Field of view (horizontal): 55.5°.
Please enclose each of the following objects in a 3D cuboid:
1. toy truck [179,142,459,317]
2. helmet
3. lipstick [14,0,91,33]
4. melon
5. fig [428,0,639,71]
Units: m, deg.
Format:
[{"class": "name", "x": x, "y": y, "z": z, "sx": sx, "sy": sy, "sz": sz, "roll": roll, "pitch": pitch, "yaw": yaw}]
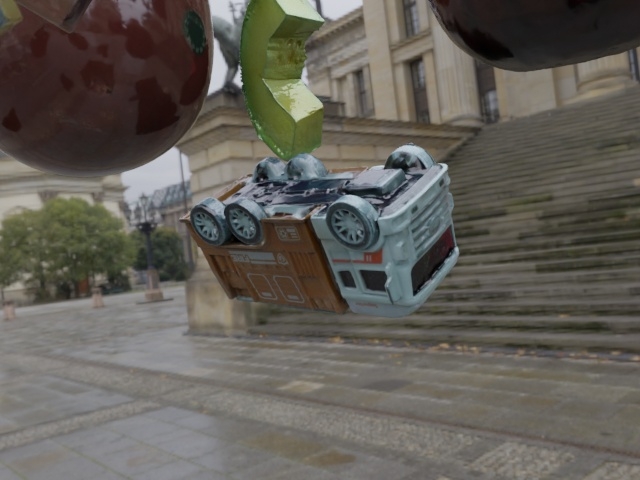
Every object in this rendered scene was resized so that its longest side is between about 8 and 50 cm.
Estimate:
[{"class": "toy truck", "x": 0.000, "y": 0.000, "z": 0.677, "sx": 0.306, "sy": 0.162, "sz": 0.136, "roll": 2, "pitch": 32, "yaw": 41}, {"class": "helmet", "x": -0.286, "y": -0.190, "z": 0.737, "sx": 0.385, "sy": 0.230, "sz": 0.338, "roll": -24, "pitch": -12, "yaw": 25}, {"class": "lipstick", "x": -0.196, "y": -0.177, "z": 0.334, "sx": 0.145, "sy": 0.045, "sz": 0.045, "roll": 29, "pitch": -67, "yaw": -32}, {"class": "melon", "x": -0.047, "y": -0.217, "z": 0.775, "sx": 0.064, "sy": 0.209, "sz": 0.118, "roll": -18, "pitch": 34, "yaw": -37}, {"class": "fig", "x": 0.187, "y": -0.230, "z": 0.440, "sx": 0.235, "sy": 0.235, "sz": 0.214, "roll": -7, "pitch": -45, "yaw": 8}]
